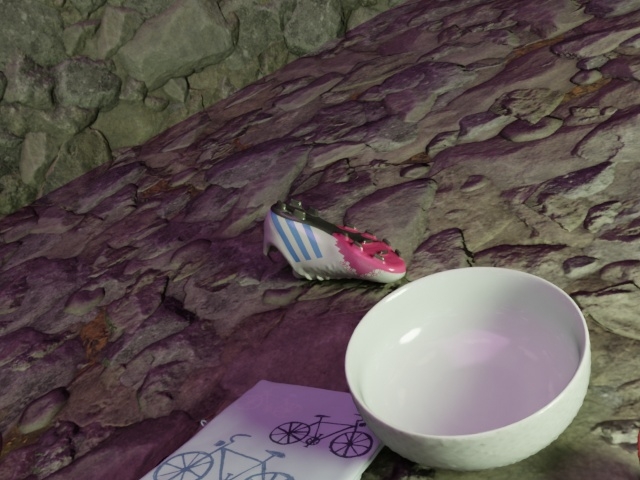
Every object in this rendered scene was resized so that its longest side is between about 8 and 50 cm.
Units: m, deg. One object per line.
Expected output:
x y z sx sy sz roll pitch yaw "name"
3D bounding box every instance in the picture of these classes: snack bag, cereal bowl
-0.067 0.313 1.084 0.323 0.037 0.342 0 21 35 "snack bag"
0.211 0.192 1.035 0.338 0.141 0.339 -14 32 9 "cereal bowl"

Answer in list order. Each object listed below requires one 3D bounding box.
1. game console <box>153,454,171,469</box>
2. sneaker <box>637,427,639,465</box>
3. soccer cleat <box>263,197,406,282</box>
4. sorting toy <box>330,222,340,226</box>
-0.140 0.400 1.060 0.361 0.044 0.213 13 45 44 "game console"
0.432 0.278 0.785 0.128 0.087 0.221 -34 36 33 "sneaker"
0.021 0.032 1.470 0.331 0.143 0.116 27 22 29 "soccer cleat"
0.000 0.000 1.586 0.101 0.042 0.061 -24 44 -23 "sorting toy"
